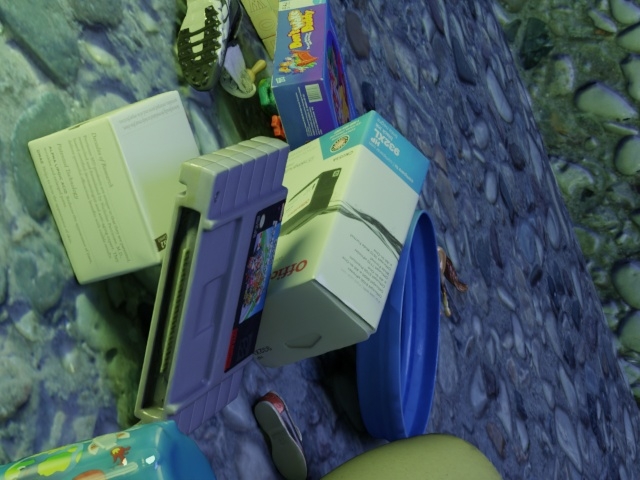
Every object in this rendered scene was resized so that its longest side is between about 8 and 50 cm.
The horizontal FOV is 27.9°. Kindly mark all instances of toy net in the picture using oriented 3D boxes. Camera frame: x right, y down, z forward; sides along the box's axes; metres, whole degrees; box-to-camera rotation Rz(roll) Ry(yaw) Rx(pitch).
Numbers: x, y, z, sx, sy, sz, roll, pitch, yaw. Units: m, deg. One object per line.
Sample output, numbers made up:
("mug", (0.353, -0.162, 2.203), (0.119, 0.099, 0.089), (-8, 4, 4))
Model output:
("toy net", (-0.101, -0.223, 1.991), (0.232, 0.045, 0.122), (23, 58, -59))

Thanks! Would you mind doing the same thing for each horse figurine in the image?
("horse figurine", (0.207, 0.069, 2.474), (0.263, 0.066, 0.174), (-14, 96, -64))

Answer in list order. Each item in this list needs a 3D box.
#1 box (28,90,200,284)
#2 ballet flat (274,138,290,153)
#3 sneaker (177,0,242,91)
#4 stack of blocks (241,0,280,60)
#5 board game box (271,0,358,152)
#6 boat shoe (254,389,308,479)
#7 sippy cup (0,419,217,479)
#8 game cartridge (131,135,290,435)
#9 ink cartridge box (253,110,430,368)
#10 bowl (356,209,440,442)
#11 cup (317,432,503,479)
("box", (-0.226, -0.065, 1.534), (0.181, 0.119, 0.182), (-38, 112, -65))
("ballet flat", (-0.066, -0.051, 1.963), (0.067, 0.073, 0.206), (92, -6, -75))
("sneaker", (-0.154, -0.312, 1.877), (0.106, 0.078, 0.234), (32, 47, -54))
("stack of blocks", (-0.085, -0.466, 2.101), (0.297, 0.087, 0.171), (63, 27, -27))
("board game box", (0.006, -0.176, 2.024), (0.233, 0.078, 0.347), (-87, 166, -48))
("boat shoe", (-0.050, 0.277, 1.820), (0.137, 0.049, 0.043), (65, 24, -12))
("sippy cup", (-0.206, 0.281, 1.188), (0.240, 0.224, 0.305), (57, 12, -48))
("game cartridge", (-0.126, 0.061, 1.554), (0.230, 0.068, 0.355), (-24, 131, -62))
("ink cartridge box", (0.000, 0.000, 1.783), (0.129, 0.223, 0.307), (41, 49, -26))
("bowl", (0.131, 0.143, 2.123), (0.391, 0.077, 0.391), (2, 90, -76))
("cup", (0.076, 0.427, 1.745), (0.237, 0.331, 0.331), (7, 69, -37))
